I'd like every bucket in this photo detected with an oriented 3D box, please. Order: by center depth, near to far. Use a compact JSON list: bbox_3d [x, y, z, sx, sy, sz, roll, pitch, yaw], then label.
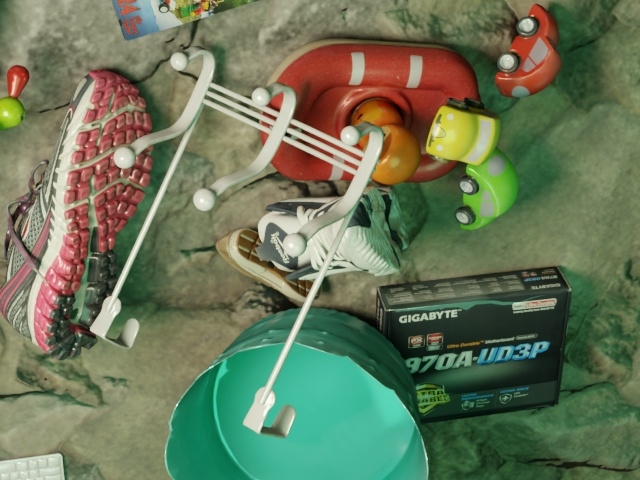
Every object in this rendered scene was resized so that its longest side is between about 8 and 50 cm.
[{"bbox_3d":[-0.017,0.212,1.740,0.281,0.183,0.281,2,104,7],"label":"bucket"}]

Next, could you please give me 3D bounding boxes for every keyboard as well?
[{"bbox_3d":[-0.421,0.288,1.844,0.256,0.014,0.072,-6,125,-11],"label":"keyboard"}]

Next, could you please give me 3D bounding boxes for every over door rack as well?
[{"bbox_3d":[-0.096,0.002,1.541,0.108,0.239,0.324,-1,114,-55],"label":"over door rack"}]

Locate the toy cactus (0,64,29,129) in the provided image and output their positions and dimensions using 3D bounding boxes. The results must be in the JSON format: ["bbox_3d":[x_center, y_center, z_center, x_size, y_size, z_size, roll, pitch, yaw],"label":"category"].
[{"bbox_3d":[-0.384,-0.092,1.517,0.219,0.112,0.180,0,92,-7],"label":"toy cactus"}]

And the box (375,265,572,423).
[{"bbox_3d":[0.172,0.124,1.863,0.220,0.051,0.175,-6,124,-10],"label":"box"}]

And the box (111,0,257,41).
[{"bbox_3d":[-0.140,-0.314,1.490,0.159,0.044,0.233,-17,126,-2],"label":"box"}]

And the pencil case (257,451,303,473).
[{"bbox_3d":[-0.033,0.290,1.911,0.065,0.070,0.151,-14,126,-5],"label":"pencil case"}]

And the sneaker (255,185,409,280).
[{"bbox_3d":[0.000,0.000,1.650,0.153,0.235,0.094,-16,99,11],"label":"sneaker"}]

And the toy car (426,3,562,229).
[{"bbox_3d":[0.181,-0.095,1.644,0.239,0.053,0.225,-47,151,-37],"label":"toy car"}]

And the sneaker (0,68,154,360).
[{"bbox_3d":[-0.259,-0.031,1.617,0.121,0.112,0.299,-7,121,-55],"label":"sneaker"}]

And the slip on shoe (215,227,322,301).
[{"bbox_3d":[-0.056,0.028,1.749,0.135,0.051,0.041,28,153,-37],"label":"slip on shoe"}]

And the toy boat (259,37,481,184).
[{"bbox_3d":[0.056,-0.110,1.613,0.231,0.151,0.151,1,123,-15],"label":"toy boat"}]
